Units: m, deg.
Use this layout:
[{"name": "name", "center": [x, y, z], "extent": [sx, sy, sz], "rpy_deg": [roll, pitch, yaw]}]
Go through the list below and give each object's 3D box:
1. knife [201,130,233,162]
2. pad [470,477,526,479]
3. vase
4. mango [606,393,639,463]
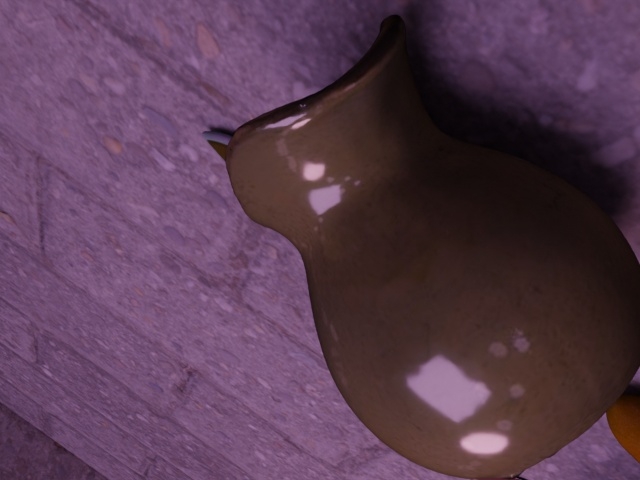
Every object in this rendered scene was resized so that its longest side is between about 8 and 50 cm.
[{"name": "knife", "center": [-0.001, 0.000, 0.738], "extent": [0.343, 0.027, 0.061], "rpy_deg": [45, 148, -13]}, {"name": "pad", "center": [0.354, 0.407, 0.932], "extent": [0.300, 0.005, 0.202], "rpy_deg": [13, 139, 29]}, {"name": "vase", "center": [0.076, 0.020, 0.563], "extent": [0.302, 0.241, 0.329], "rpy_deg": [48, 169, 2]}, {"name": "mango", "center": [0.360, 0.199, 0.623], "extent": [0.184, 0.085, 0.102], "rpy_deg": [9, 137, 40]}]
